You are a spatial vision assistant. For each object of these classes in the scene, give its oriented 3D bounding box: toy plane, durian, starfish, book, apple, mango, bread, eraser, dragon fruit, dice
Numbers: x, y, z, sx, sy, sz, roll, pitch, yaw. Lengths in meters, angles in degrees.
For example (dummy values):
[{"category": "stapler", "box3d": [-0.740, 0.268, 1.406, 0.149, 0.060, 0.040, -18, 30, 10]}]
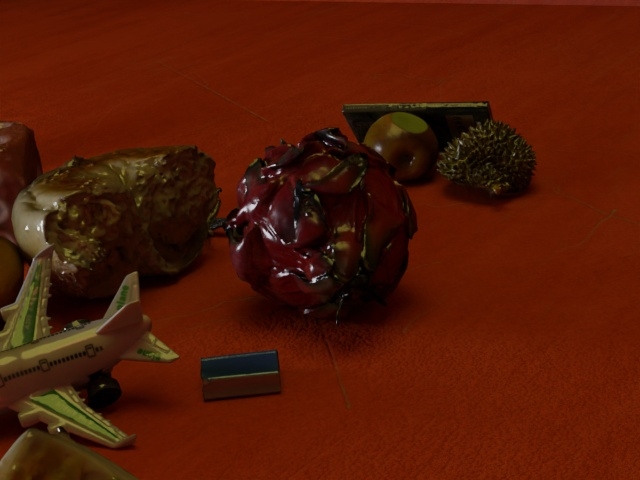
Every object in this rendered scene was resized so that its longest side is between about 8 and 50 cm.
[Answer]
[{"category": "toy plane", "box3d": [-0.282, 0.133, 1.462, 0.255, 0.101, 0.251, -24, 60, -10]}, {"category": "durian", "box3d": [0.243, -0.117, 2.056, 0.147, 0.102, 0.208, 1, 23, 2]}, {"category": "starfish", "box3d": [-0.161, -0.031, 1.995, 0.133, 0.041, 0.130, 7, 31, 16]}, {"category": "book", "box3d": [0.161, -0.180, 2.223, 0.228, 0.024, 0.160, 1, -19, 14]}, {"category": "apple", "box3d": [0.121, -0.136, 2.143, 0.114, 0.099, 0.102, 17, 28, -8]}, {"category": "mango", "box3d": [-0.429, 0.050, 1.743, 0.147, 0.109, 0.227, -26, 15, 15]}, {"category": "bread", "box3d": [-0.286, -0.021, 1.809, 0.192, 0.171, 0.314, 3, 20, 28]}, {"category": "eraser", "box3d": [-0.085, 0.142, 1.506, 0.085, 0.027, 0.063, -6, 21, -2]}, {"category": "dragon fruit", "box3d": [0.000, 0.000, 1.645, 0.234, 0.233, 0.293, -4, 33, 4]}, {"category": "dice", "box3d": [-0.479, -0.066, 1.981, 0.174, 0.174, 0.179, -7, 19, -7]}]

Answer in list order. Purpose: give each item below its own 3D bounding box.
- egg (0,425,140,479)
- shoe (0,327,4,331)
[{"category": "egg", "box3d": [-0.138, 0.275, 0.953, 0.271, 0.162, 0.206, 43, 2, 28]}, {"category": "shoe", "box3d": [-0.371, 0.125, 1.598, 0.179, 0.049, 0.071, 6, 23, 29]}]
